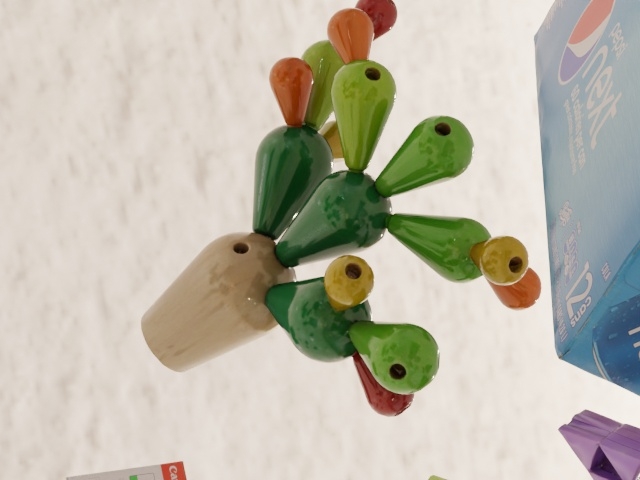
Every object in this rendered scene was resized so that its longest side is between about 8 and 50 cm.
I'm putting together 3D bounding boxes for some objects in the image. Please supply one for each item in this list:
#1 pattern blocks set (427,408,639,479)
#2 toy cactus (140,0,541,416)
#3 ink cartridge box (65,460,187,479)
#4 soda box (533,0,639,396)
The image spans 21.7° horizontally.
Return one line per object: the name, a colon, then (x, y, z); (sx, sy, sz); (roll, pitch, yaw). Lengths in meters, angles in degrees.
pattern blocks set: (0.144, 0.206, 0.737); (0.026, 0.285, 0.325); (-36, 139, -29)
toy cactus: (0.000, 0.000, 0.758); (0.112, 0.180, 0.219); (29, 33, -47)
ink cartridge box: (-0.109, 0.172, 1.094); (0.063, 0.115, 0.029); (105, -26, -54)
soda box: (0.112, -0.032, 0.500); (0.071, 0.067, 0.210); (25, 30, -9)
